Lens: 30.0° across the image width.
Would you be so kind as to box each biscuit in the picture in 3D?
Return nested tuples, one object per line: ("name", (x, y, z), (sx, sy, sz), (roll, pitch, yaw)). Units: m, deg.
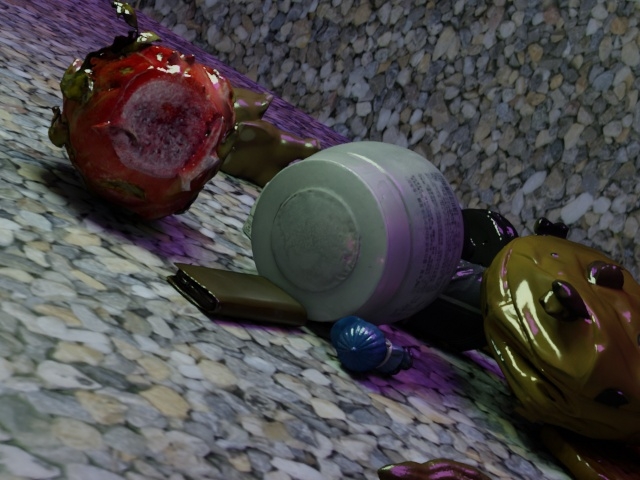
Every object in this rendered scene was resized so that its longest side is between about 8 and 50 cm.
("biscuit", (0.477, 0.358, 1.750), (0.359, 0.046, 0.359), (28, 12, -6))

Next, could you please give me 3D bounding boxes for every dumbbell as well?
("dumbbell", (0.262, 0.007, 2.407), (0.185, 0.185, 0.388), (37, 13, 34))

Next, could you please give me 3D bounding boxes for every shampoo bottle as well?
("shampoo bottle", (0.057, -0.009, 1.749), (0.273, 0.273, 0.266), (35, 22, 28))

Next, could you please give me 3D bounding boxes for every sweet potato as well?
("sweet potato", (0.134, 0.264, 1.302), (0.182, 0.054, 0.053), (21, 5, -27))

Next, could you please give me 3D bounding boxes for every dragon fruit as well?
("dragon fruit", (-0.262, -0.166, 1.724), (0.269, 0.250, 0.291), (33, -6, -21))

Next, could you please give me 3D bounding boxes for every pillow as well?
("pillow", (0.184, 0.079, 1.962), (0.335, 0.161, 0.092), (28, 27, -10))

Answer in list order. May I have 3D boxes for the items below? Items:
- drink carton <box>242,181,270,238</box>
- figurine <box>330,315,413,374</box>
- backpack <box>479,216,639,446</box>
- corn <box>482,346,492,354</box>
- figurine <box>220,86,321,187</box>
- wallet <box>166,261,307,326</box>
("drink carton", (0.000, 0.000, 2.011), (0.222, 0.101, 0.134), (21, 12, -36))
("figurine", (0.071, 0.156, 1.621), (0.136, 0.077, 0.079), (39, 37, -41))
("backpack", (0.393, 0.132, 1.793), (0.354, 0.201, 0.378), (13, 35, -37))
("corn", (0.245, 0.115, 2.129), (0.320, 0.097, 0.097), (34, 12, 13))
("figurine", (-0.142, -0.219, 2.428), (0.247, 0.177, 0.173), (11, 37, -26))
("wallet", (-0.109, 0.073, 1.594), (0.110, 0.031, 0.198), (36, 13, 33))
